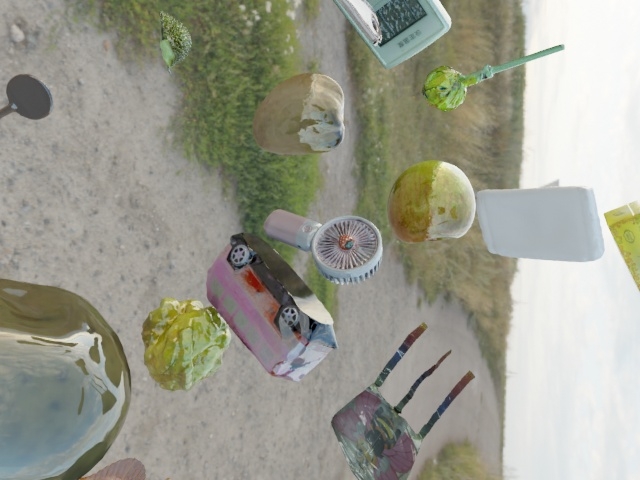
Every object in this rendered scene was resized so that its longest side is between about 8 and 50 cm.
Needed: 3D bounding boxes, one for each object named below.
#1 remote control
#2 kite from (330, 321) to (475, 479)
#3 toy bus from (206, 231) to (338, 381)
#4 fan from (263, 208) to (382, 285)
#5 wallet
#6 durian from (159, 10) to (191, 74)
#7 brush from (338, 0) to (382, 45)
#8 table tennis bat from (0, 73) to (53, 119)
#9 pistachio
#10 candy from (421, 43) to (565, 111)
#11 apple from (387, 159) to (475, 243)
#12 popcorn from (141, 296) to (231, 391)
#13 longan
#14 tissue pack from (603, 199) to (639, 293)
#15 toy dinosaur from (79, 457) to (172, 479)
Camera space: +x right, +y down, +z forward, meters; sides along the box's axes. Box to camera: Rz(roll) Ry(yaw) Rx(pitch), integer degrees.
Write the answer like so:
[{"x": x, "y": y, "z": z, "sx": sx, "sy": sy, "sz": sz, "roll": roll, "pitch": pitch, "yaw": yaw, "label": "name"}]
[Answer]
[{"x": 0.070, "y": -0.456, "z": 0.870, "sx": 0.344, "sy": 0.145, "sz": 0.050, "roll": 43, "pitch": 42, "yaw": -27, "label": "remote control"}, {"x": 0.126, "y": 0.307, "z": 0.919, "sx": 0.022, "sy": 0.204, "sz": 0.361, "roll": -2, "pitch": 128, "yaw": -40, "label": "kite"}, {"x": -0.104, "y": 0.123, "z": 1.011, "sx": 0.147, "sy": 0.302, "sz": 0.127, "roll": -50, "pitch": 148, "yaw": 7, "label": "toy bus"}, {"x": 0.000, "y": 0.000, "z": 0.982, "sx": 0.130, "sy": 0.244, "sz": 0.074, "roll": -57, "pitch": 154, "yaw": -28, "label": "fan"}, {"x": 0.329, "y": -0.026, "z": 0.794, "sx": 0.031, "sy": 0.182, "sz": 0.124, "roll": -35, "pitch": 114, "yaw": -34, "label": "wallet"}, {"x": -0.440, "y": -0.603, "z": 1.575, "sx": 0.220, "sy": 0.095, "sz": 0.137, "roll": 158, "pitch": -71, "yaw": -70, "label": "durian"}, {"x": -0.006, "y": -0.325, "z": 0.657, "sx": 0.312, "sy": 0.067, "sz": 0.072, "roll": 11, "pitch": 71, "yaw": -59, "label": "brush"}, {"x": -0.717, "y": -0.303, "z": 1.200, "sx": 0.108, "sy": 0.169, "sz": 0.119, "roll": 60, "pitch": 19, "yaw": -26, "label": "table tennis bat"}, {"x": -0.060, "y": -0.335, "z": 1.411, "sx": 0.163, "sy": 0.260, "sz": 0.213, "roll": -82, "pitch": 163, "yaw": -78, "label": "pistachio"}, {"x": 0.224, "y": -0.224, "z": 0.695, "sx": 0.062, "sy": 0.193, "sz": 0.058, "roll": 59, "pitch": 45, "yaw": -22, "label": "candy"}, {"x": 0.246, "y": -0.084, "z": 1.163, "sx": 0.196, "sy": 0.195, "sz": 0.196, "roll": 1, "pitch": 90, "yaw": -70, "label": "apple"}, {"x": -0.284, "y": 0.219, "z": 1.095, "sx": 0.197, "sy": 0.155, "sz": 0.198, "roll": -38, "pitch": 140, "yaw": -42, "label": "popcorn"}, {"x": -0.412, "y": 0.185, "z": 0.656, "sx": 0.350, "sy": 0.288, "sz": 0.289, "roll": 31, "pitch": 59, "yaw": -42, "label": "longan"}, {"x": 0.546, "y": 0.030, "z": 0.878, "sx": 0.176, "sy": 0.062, "sz": 0.095, "roll": 63, "pitch": 28, "yaw": -5, "label": "tissue pack"}, {"x": -0.320, "y": 0.382, "z": 0.797, "sx": 0.142, "sy": 0.057, "sz": 0.212, "roll": -36, "pitch": 129, "yaw": -21, "label": "toy dinosaur"}]
